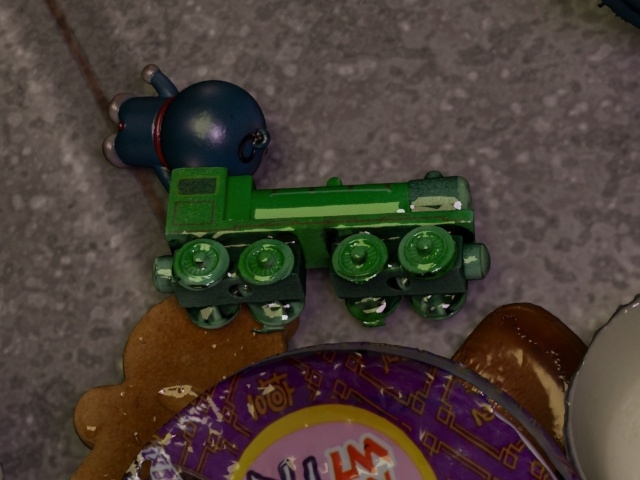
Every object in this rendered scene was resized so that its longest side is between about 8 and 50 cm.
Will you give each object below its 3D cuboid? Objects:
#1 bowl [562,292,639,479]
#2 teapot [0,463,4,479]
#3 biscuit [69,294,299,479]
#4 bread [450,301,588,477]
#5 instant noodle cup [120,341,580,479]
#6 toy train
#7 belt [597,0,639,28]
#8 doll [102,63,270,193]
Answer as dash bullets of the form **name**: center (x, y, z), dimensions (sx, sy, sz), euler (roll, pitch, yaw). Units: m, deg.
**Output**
- **bowl**: center (0.264, 0.135, 0.975), dimensions (0.211, 0.112, 0.211), euler (-6, 57, 10)
- **teapot**: center (-0.344, 0.168, 1.120), dimensions (0.183, 0.251, 0.184), euler (-6, 71, 19)
- **biscuit**: center (-0.099, 0.125, 1.140), dimensions (0.166, 0.036, 0.225), euler (7, 57, 16)
- **bread**: center (0.140, 0.114, 1.079), dimensions (0.126, 0.044, 0.129), euler (-45, 66, 2)
- **instant noodle cup**: center (0.049, 0.256, 0.927), dimensions (0.339, 0.266, 0.340), euler (-9, 68, 22)
- **toy train**: center (0.000, 0.000, 1.138), dimensions (0.251, 0.085, 0.119), euler (-3, 55, 7)
- **belt**: center (0.394, -0.219, 0.959), dimensions (0.436, 0.300, 0.173), euler (8, 77, 19)
- **doll**: center (-0.103, -0.085, 1.218), dimensions (0.152, 0.085, 0.114), euler (4, 87, 32)
